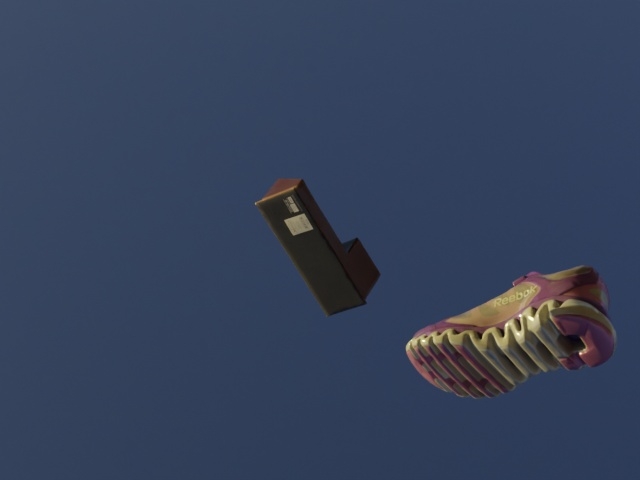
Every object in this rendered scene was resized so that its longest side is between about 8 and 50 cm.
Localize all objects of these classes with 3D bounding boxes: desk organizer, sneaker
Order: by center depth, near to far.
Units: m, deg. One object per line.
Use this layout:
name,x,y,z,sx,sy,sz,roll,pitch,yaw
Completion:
desk organizer,0.000,0.000,1.271,0.047,0.130,0.050,-20,-159,33
sneaker,0.195,0.085,1.385,0.236,0.095,0.104,-19,-144,37
